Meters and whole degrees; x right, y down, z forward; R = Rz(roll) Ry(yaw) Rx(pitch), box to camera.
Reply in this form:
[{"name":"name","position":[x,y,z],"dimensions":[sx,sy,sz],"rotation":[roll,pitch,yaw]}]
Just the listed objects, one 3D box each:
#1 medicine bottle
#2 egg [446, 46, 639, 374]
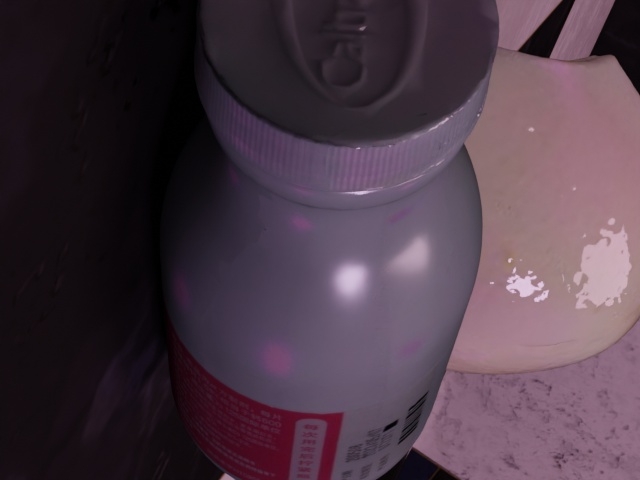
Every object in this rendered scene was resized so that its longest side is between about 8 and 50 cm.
[{"name":"medicine bottle","position":[0.000,0.000,0.421],"dimensions":[0.090,0.090,0.216],"rotation":[-59,169,-26]},{"name":"egg","position":[0.132,-0.001,0.936],"dimensions":[0.206,0.162,0.271],"rotation":[-64,170,-6]}]
